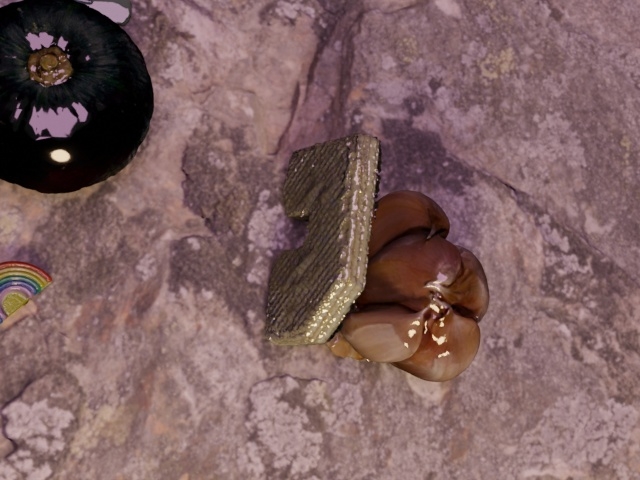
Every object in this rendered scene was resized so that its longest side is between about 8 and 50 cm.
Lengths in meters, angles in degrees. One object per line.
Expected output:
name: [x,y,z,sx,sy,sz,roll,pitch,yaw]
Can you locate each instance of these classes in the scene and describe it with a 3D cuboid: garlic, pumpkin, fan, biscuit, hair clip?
garlic: [0.122,0.059,1.344,0.160,0.191,0.214,35,59,-29]
pumpkin: [-0.309,-0.165,1.292,0.233,0.163,0.233,3,75,-12]
fan: [-0.330,-0.299,1.394,0.193,0.016,0.038,8,78,-11]
biscuit: [0.000,0.000,1.335,0.046,0.147,0.250,17,75,-37]
hair clip: [-0.396,0.085,1.283,0.188,0.033,0.060,-42,88,-18]
